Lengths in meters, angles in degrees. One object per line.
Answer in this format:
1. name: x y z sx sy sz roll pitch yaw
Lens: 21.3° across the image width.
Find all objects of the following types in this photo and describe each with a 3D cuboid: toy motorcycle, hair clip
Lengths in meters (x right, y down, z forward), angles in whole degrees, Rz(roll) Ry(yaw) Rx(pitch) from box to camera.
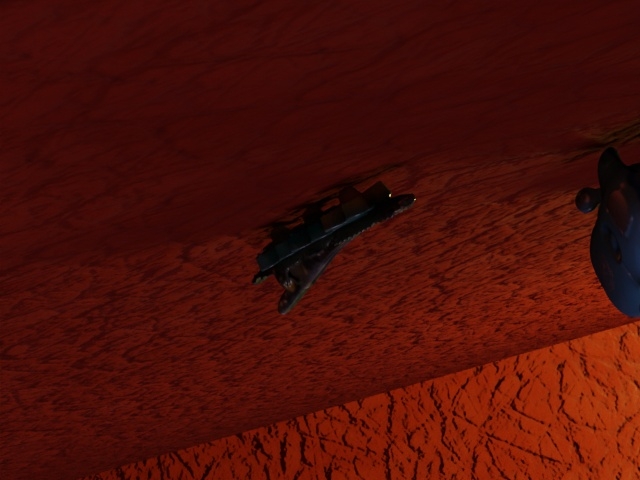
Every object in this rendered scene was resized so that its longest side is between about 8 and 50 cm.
1. toy motorcycle: 0.280 -0.014 1.124 0.272 0.123 0.182 20 126 -45
2. hair clip: -0.001 0.000 1.044 0.049 0.049 0.173 -9 164 -33

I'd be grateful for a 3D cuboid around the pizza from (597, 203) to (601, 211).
1. pizza: 0.296 -0.042 1.278 0.178 0.041 0.131 -14 173 -3
